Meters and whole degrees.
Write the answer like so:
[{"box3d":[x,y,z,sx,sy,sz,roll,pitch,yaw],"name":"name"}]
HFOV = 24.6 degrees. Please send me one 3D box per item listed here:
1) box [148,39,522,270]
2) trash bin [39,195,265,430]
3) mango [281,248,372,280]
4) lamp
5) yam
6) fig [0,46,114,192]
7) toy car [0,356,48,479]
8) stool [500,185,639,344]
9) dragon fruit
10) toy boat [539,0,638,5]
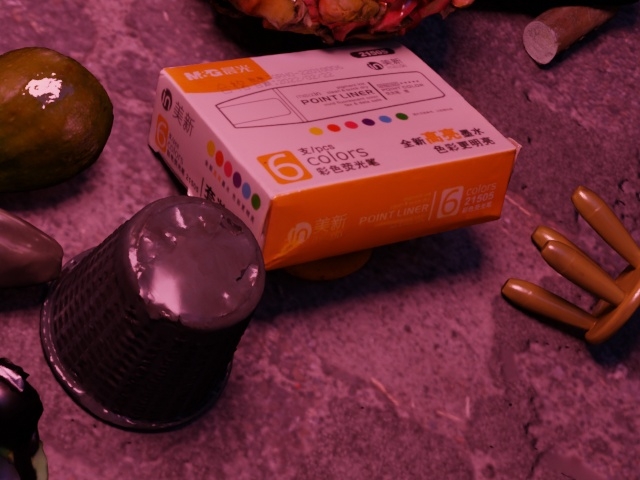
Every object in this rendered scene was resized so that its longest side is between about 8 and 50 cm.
[{"box3d":[0.009,-0.084,1.336,0.273,0.091,0.221,-14,42,-32],"name":"box"},{"box3d":[-0.128,0.046,1.205,0.175,0.161,0.175,12,57,-20],"name":"trash bin"},{"box3d":[0.000,0.000,1.360,0.114,0.057,0.079,-2,61,-36],"name":"mango"},{"box3d":[-0.325,-0.010,1.173,0.250,0.101,0.101,15,58,-19],"name":"lamp"},{"box3d":[0.279,-0.245,1.632,0.132,0.054,0.054,-36,83,-35],"name":"yam"},{"box3d":[-0.259,-0.089,1.241,0.123,0.123,0.156,41,66,-1],"name":"fig"},{"box3d":[-0.376,0.120,1.035,0.358,0.176,0.213,41,62,-13],"name":"toy car"},{"box3d":[0.259,0.029,1.438,0.110,0.134,0.135,35,99,-3],"name":"stool"},{"box3d":[0.026,-0.318,1.398,0.291,0.269,0.250,11,29,6],"name":"dragon fruit"},{"box3d":[0.223,-0.334,1.597,0.298,0.092,0.134,0,53,-17],"name":"toy boat"}]
